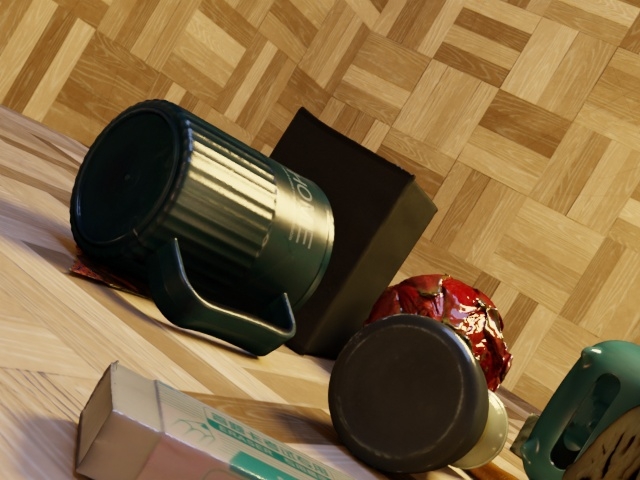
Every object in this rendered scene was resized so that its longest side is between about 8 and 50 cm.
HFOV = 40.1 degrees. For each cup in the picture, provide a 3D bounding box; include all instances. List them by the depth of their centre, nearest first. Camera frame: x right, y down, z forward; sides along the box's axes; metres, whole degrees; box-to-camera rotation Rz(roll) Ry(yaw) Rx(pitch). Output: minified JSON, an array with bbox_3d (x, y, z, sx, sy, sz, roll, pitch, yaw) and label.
[{"bbox_3d":[-0.166,-0.006,1.194,0.242,0.308,0.292,-8,-26,37],"label":"cup"}]

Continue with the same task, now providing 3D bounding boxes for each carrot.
[{"bbox_3d":[0.250,0.333,1.181,0.043,0.043,0.248,30,0,-31],"label":"carrot"}]

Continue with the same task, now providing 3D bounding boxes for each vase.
[{"bbox_3d":[0.145,0.207,1.076,0.173,0.173,0.321,32,-3,30],"label":"vase"}]

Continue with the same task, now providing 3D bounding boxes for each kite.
[{"bbox_3d":[-0.260,0.047,1.113,0.125,0.008,0.222,31,1,-15],"label":"kite"}]

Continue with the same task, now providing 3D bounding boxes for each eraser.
[{"bbox_3d":[-0.052,0.164,0.592,0.225,0.052,0.095,30,4,-18],"label":"eraser"}]

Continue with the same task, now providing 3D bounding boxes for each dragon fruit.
[{"bbox_3d":[0.189,0.171,1.407,0.244,0.244,0.299,31,-7,-7],"label":"dragon fruit"}]

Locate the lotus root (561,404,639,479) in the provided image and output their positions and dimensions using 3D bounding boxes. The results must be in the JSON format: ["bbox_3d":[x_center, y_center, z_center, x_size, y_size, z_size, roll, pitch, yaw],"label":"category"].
[{"bbox_3d":[0.334,0.289,0.652,0.346,0.250,0.250,31,2,9],"label":"lotus root"}]

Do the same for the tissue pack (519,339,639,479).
[{"bbox_3d":[0.452,0.303,1.364,0.206,0.287,0.198,28,6,-35],"label":"tissue pack"}]

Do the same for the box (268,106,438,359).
[{"bbox_3d":[0.000,0.000,1.509,0.251,0.345,0.204,33,0,24],"label":"box"}]

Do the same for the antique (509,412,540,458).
[{"bbox_3d":[0.465,0.417,1.663,0.086,0.088,0.183,29,3,-42],"label":"antique"}]
